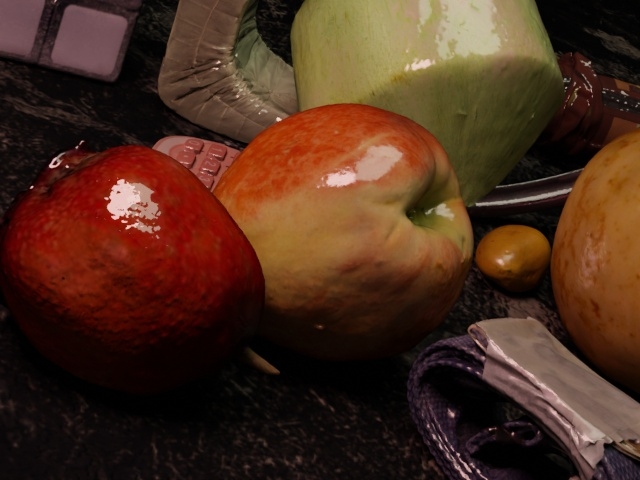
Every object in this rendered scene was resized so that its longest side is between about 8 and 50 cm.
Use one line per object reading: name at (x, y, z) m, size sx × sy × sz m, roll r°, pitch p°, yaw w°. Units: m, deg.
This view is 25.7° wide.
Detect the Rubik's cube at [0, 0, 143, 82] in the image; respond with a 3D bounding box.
Rubik's cube at (-0.350, -0.400, 1.614) m, size 0.305 × 0.304 × 0.301 m, roll 11°, pitch 28°, yaw -21°

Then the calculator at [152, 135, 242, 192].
calculator at (-0.041, -0.029, 1.450) m, size 0.329 × 0.048 × 0.220 m, roll 20°, pitch 27°, yaw -2°

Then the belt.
belt at (0.188, 0.159, 1.159) m, size 0.126 × 0.140 × 0.230 m, roll -5°, pitch 35°, yaw -44°

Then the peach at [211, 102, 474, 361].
peach at (0.000, 0.000, 1.247) m, size 0.232 × 0.256 × 0.232 m, roll 34°, pitch 49°, yaw -49°

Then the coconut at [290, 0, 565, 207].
coconut at (0.114, -0.181, 1.568) m, size 0.328 × 0.328 × 0.281 m, roll 33°, pitch -12°, yaw 20°

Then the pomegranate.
pomegranate at (0.403, 0.000, 1.425) m, size 0.342 × 0.342 × 0.342 m, roll 19°, pitch 26°, yaw -9°

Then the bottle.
bottle at (0.357, -0.194, 1.990) m, size 0.271 × 0.143 × 0.156 m, roll 16°, pitch 25°, yaw -12°

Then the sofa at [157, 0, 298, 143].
sofa at (-0.073, -0.250, 1.644) m, size 0.176 × 0.225 × 0.210 m, roll 19°, pitch 23°, yaw 0°

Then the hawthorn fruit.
hawthorn fruit at (-0.139, 0.037, 1.110) m, size 0.251 × 0.189 × 0.189 m, roll 44°, pitch 26°, yaw -2°

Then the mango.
mango at (0.212, 0.019, 1.545) m, size 0.080 × 0.060 × 0.114 m, roll 26°, pitch 29°, yaw 13°

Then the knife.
knife at (0.224, -0.062, 1.692) m, size 0.278 × 0.053 × 0.123 m, roll -5°, pitch 37°, yaw -14°
